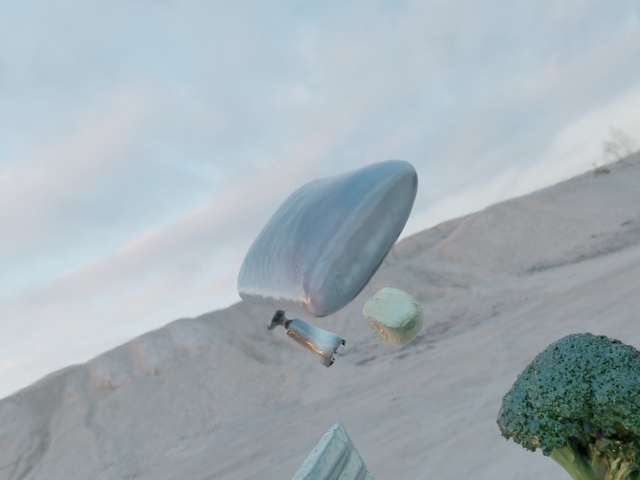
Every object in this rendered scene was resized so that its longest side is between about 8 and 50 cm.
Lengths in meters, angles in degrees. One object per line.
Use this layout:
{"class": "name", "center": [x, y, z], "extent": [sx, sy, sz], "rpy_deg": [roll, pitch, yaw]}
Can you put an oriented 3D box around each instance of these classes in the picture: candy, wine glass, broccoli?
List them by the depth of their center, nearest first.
{"class": "candy", "center": [0.000, 0.000, 0.481], "extent": [0.138, 0.071, 0.174], "rpy_deg": [-54, 18, -16]}
{"class": "broccoli", "center": [0.436, 0.289, 0.945], "extent": [0.307, 0.275, 0.308], "rpy_deg": [-2, -7, 0]}
{"class": "wine glass", "center": [-0.029, 0.192, 1.198], "extent": [0.072, 0.155, 0.072], "rpy_deg": [-53, -18, -26]}

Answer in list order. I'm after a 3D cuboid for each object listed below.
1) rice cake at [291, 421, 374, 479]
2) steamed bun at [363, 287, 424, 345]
{"class": "rice cake", "center": [0.032, 0.320, 0.662], "extent": [0.037, 0.189, 0.198], "rpy_deg": [-37, -14, 18]}
{"class": "steamed bun", "center": [0.159, 0.164, 1.226], "extent": [0.112, 0.130, 0.091], "rpy_deg": [-38, -50, -19]}
